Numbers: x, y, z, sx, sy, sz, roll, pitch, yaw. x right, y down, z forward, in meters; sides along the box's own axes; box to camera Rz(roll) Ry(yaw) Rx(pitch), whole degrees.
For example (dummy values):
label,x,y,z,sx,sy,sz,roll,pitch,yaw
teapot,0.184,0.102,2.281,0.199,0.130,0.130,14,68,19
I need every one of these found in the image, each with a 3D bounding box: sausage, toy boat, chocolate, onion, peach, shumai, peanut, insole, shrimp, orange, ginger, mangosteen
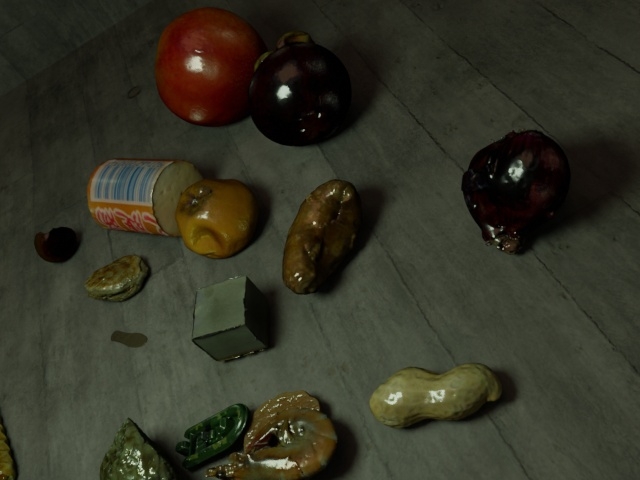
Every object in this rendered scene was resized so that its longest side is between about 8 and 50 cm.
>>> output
label,x,y,z,sx,sy,sz,roll,pitch,yaw
sausage,-0.520,-0.133,1.858,0.287,0.233,0.233,5,58,30
toy boat,-0.235,0.431,1.382,0.210,0.052,0.104,-33,34,20
chocolate,-0.860,0.008,2.007,0.127,0.124,0.133,-57,19,-18
onion,0.430,-0.127,1.336,0.222,0.281,0.280,15,58,-3
peach,-0.335,-0.551,2.000,0.389,0.388,0.388,-14,50,18
shumai,-0.411,0.530,1.323,0.218,0.189,0.256,-46,43,-12
peanut,0.223,0.303,1.222,0.263,0.101,0.117,-11,71,20
insole,-0.529,0.270,1.707,0.135,0.002,0.045,6,58,31
shrimp,-0.102,0.420,1.263,0.288,0.063,0.152,-14,50,11
orange,-0.295,-0.080,1.729,0.249,0.183,0.248,-14,52,18
ginger,0.000,0.000,1.542,0.165,0.172,0.321,24,70,-2
mangosteen,-0.073,-0.441,1.802,0.307,0.307,0.346,-30,56,4

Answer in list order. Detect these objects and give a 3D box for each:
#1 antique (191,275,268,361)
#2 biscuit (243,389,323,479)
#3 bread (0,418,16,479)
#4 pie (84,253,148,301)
label,x,y,z,sx,sy,sz,roll,pitch,yaw
antique,-0.211,0.195,1.499,0.147,0.148,0.151,-16,49,15
biscuit,-0.073,0.428,1.316,0.181,0.049,0.208,-18,52,14
bread,-0.892,0.525,1.656,0.367,0.084,0.077,39,122,43
pie,-0.594,0.109,1.815,0.194,0.079,0.163,-4,46,25
